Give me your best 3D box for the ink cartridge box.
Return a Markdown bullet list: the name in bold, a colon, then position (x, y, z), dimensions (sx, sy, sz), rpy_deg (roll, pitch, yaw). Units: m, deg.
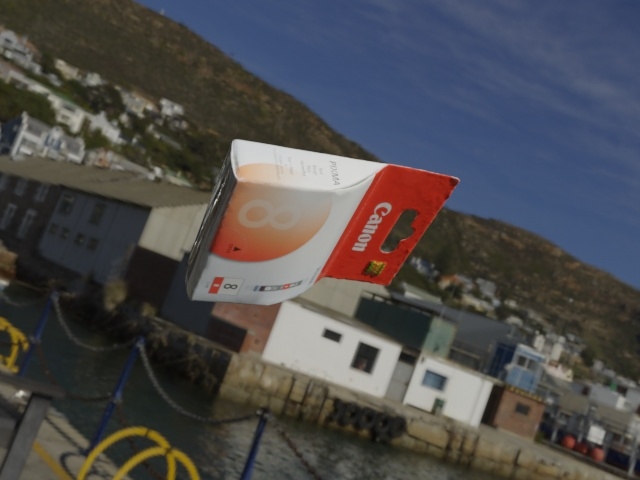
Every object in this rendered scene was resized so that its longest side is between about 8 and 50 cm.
- **ink cartridge box**: position (0.000, 0.000, 0.613), dimensions (0.179, 0.045, 0.145), rpy_deg (9, -41, -18)
